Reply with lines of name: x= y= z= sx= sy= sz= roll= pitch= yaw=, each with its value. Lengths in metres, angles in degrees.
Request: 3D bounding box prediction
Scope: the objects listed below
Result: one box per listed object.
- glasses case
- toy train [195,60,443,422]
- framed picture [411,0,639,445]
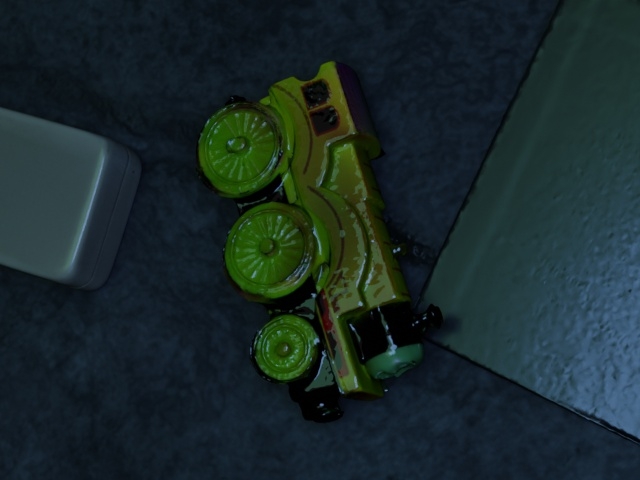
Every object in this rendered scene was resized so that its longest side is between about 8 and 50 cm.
glasses case: x=-0.338 y=-0.062 z=1.410 sx=0.336 sy=0.076 sz=0.144 roll=17 pitch=88 yaw=21
toy train: x=0.000 y=0.000 z=1.270 sx=0.160 sy=0.100 sz=0.296 roll=-20 pitch=76 yaw=13
framed picture: x=0.249 y=-0.025 z=1.235 sx=0.255 sy=0.014 sz=0.339 roll=25 pitch=90 yaw=20
